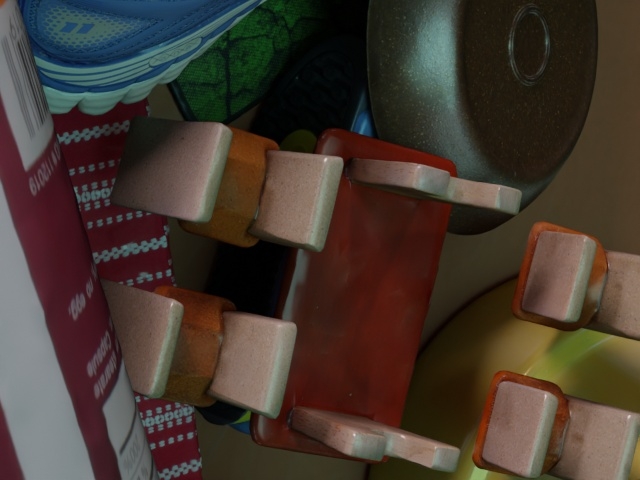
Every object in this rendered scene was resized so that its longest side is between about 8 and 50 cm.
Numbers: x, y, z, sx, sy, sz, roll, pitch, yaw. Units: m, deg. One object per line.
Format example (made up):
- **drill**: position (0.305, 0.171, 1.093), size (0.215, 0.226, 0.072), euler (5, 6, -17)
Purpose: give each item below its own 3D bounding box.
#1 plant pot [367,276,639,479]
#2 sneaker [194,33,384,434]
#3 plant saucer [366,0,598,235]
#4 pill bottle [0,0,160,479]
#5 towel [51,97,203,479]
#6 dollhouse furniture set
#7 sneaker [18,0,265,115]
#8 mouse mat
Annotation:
- **plant pot**: position (0.191, 0.164, 0.985), size (0.254, 0.239, 0.254), euler (-11, 110, -33)
- **sneaker**: position (0.000, 0.000, 0.913), size (0.082, 0.069, 0.209), euler (10, 100, -42)
- **plant saucer**: position (0.094, -0.100, 0.921), size (0.198, 0.036, 0.198), euler (-10, 102, -53)
- **pill bottle**: position (-0.182, 0.076, 0.683), size (0.224, 0.224, 0.392), euler (-24, 113, -27)
- **towel**: position (-0.159, 0.037, 0.836), size (0.199, 0.031, 0.275), euler (-16, 111, -27)
- **dollhouse furniture set**: position (0.005, 0.080, 0.844), size (0.262, 0.135, 0.259), euler (15, 88, -32)
- **sneaker**: position (-0.003, -0.177, 0.774), size (0.330, 0.147, 0.130), euler (-39, 88, -20)
- **mouse mat**: position (-0.016, -0.159, 0.889), size (0.190, 0.007, 0.152), euler (-36, 121, -21)
